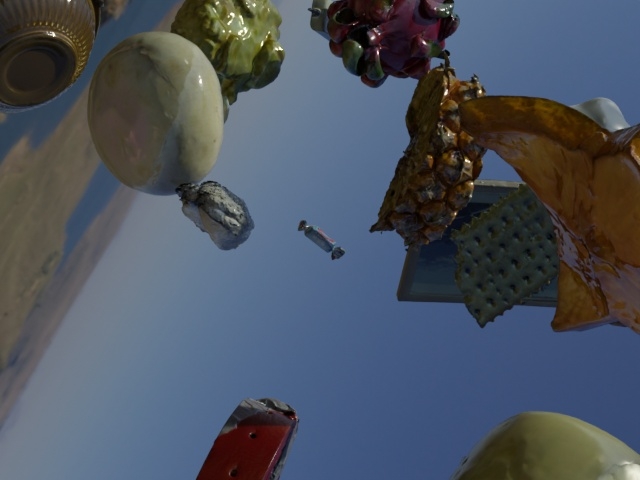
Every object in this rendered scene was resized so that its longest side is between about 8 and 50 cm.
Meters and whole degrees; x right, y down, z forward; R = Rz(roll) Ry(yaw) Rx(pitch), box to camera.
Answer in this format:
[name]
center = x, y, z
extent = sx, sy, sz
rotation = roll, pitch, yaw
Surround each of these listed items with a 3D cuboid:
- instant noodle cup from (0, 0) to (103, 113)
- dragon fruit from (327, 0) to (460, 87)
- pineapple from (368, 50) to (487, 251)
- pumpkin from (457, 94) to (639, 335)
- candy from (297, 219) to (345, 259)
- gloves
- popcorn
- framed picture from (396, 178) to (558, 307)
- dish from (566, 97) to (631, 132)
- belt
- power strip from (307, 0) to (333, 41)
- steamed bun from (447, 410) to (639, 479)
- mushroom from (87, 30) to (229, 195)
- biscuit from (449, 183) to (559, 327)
[instant noodle cup]
center = -0.402, -0.255, 1.184
extent = 0.274, 0.091, 0.274
rotation = -29, 153, -16
[dragon fruit]
center = 0.104, -0.358, 1.479
extent = 0.273, 0.218, 0.198
rotation = -27, -175, -23
[pineapple]
center = 0.139, -0.107, 1.007
extent = 0.135, 0.079, 0.233
rotation = -12, -118, 62
[pumpkin]
center = 0.264, -0.007, 0.816
extent = 0.095, 0.290, 0.258
rotation = -29, -164, -14
[candy]
center = 0.000, 0.000, 1.314
extent = 0.030, 0.083, 0.020
rotation = -47, -168, 33
[gloves]
center = -0.140, -0.040, 1.191
extent = 0.070, 0.114, 0.153
rotation = -46, 178, -5
[popcorn]
center = -0.185, -0.402, 1.733
extent = 0.195, 0.255, 0.256
rotation = -20, -171, 29
[framed picture]
center = 0.312, 0.009, 1.461
extent = 0.022, 0.335, 0.247
rotation = -100, -164, -54
[dish]
center = 0.488, -0.137, 1.535
extent = 0.229, 0.229, 0.081
rotation = -59, -159, -4
[belt]
center = -0.143, 0.424, 1.544
extent = 0.227, 0.115, 0.324
rotation = 102, 12, -48
[power strip]
center = 0.030, -0.393, 1.626
extent = 0.252, 0.027, 0.060
rotation = 5, 92, -70
[steamed bun]
center = 0.133, 0.246, 0.549
extent = 0.232, 0.273, 0.166
rotation = -47, -156, -20
[mushroom]
center = -0.235, -0.190, 1.345
extent = 0.202, 0.246, 0.246
rotation = -5, 143, -48
[biscuit]
center = 0.252, 0.006, 1.124
extent = 0.203, 0.144, 0.016
rotation = -35, -162, 11
